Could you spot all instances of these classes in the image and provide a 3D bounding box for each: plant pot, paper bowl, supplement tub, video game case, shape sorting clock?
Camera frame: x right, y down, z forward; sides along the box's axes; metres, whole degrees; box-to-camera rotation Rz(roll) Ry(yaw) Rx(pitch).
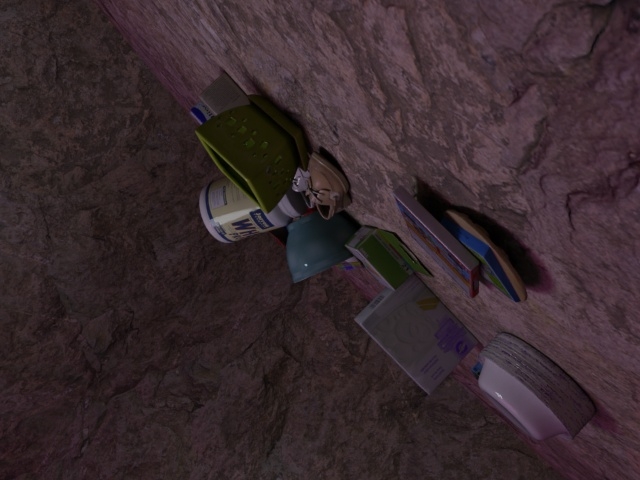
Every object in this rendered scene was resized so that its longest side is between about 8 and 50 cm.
[{"bbox_3d":[-0.166,-0.245,1.361,0.228,0.207,0.227,44,170,19],"label":"plant pot"},{"bbox_3d":[0.514,0.379,1.249,0.284,0.148,0.284,45,176,4],"label":"paper bowl"},{"bbox_3d":[-0.231,-0.139,1.753,0.235,0.325,0.235,50,-149,-46],"label":"supplement tub"},{"bbox_3d":[0.239,0.013,1.004,0.204,0.025,0.285,49,-177,23],"label":"video game case"},{"bbox_3d":[0.289,0.025,0.881,0.206,0.040,0.206,48,-177,-3],"label":"shape sorting clock"},{"bbox_3d":[0.000,0.000,1.740,0.293,0.293,0.196,130,115,-84],"label":"plant pot"}]

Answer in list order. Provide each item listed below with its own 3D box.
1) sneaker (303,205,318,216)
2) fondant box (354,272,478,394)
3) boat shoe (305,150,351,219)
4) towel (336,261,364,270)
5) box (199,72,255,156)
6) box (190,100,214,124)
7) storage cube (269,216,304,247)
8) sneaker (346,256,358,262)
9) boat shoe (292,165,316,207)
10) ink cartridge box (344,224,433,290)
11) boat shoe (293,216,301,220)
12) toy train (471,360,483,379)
[{"bbox_3d":[-0.011,-0.119,1.960,0.128,0.087,0.221,28,174,-2],"label":"sneaker"},{"bbox_3d":[0.310,0.292,1.618,0.330,0.238,0.096,46,173,-7],"label":"fondant box"},{"bbox_3d":[0.013,-0.141,1.390,0.109,0.098,0.302,43,174,20],"label":"boat shoe"},{"bbox_3d":[0.095,0.082,1.591,0.060,0.084,0.009,53,-146,-66],"label":"towel"},{"bbox_3d":[-0.237,-0.368,1.529,0.275,0.113,0.094,48,174,-13],"label":"box"},{"bbox_3d":[-0.355,-0.440,1.716,0.126,0.137,0.072,47,173,-14],"label":"box"},{"bbox_3d":[-0.104,-0.045,2.377,0.184,0.215,0.193,40,179,37],"label":"storage cube"},{"bbox_3d":[0.099,0.022,1.995,0.232,0.090,0.115,48,170,-35],"label":"sneaker"},{"bbox_3d":[-0.059,-0.195,1.570,0.096,0.088,0.267,43,173,32],"label":"boat shoe"},{"bbox_3d":[0.197,0.059,1.500,0.189,0.097,0.255,47,175,-13],"label":"ink cartridge box"},{"bbox_3d":[-0.156,-0.186,1.920,0.104,0.089,0.285,88,157,-65],"label":"boat shoe"},{"bbox_3d":[0.539,0.407,1.462,0.184,0.105,0.080,39,172,50],"label":"toy train"}]
